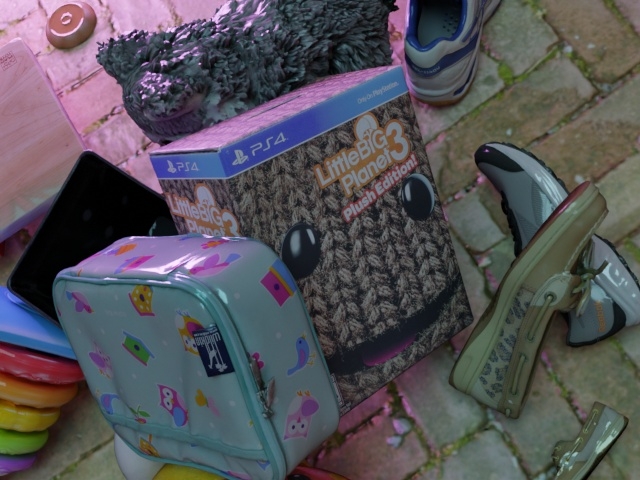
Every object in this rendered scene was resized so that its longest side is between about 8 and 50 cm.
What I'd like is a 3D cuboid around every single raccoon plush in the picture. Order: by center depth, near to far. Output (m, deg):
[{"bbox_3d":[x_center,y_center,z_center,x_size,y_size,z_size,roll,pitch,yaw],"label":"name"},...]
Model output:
[{"bbox_3d":[-0.069,-0.286,0.992,0.216,0.299,0.447,21,98,47],"label":"raccoon plush"}]

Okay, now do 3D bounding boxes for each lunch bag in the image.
[{"bbox_3d":[-0.119,0.111,0.792,0.279,0.224,0.107,2,24,45],"label":"lunch bag"}]

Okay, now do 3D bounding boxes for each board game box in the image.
[{"bbox_3d":[0.000,0.000,0.880,0.232,0.291,0.141,-30,21,-31],"label":"board game box"}]

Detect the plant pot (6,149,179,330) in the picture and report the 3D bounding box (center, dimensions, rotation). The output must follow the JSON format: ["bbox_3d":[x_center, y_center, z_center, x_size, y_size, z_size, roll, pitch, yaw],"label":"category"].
[{"bbox_3d":[-0.217,0.033,1.024,0.187,0.167,0.188,31,90,21],"label":"plant pot"}]

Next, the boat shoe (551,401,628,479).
[{"bbox_3d":[0.270,0.229,0.911,0.045,0.050,0.135,38,72,26],"label":"boat shoe"}]

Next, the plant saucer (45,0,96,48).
[{"bbox_3d":[-0.378,-0.328,1.289,0.083,0.015,0.084,-4,69,12],"label":"plant saucer"}]

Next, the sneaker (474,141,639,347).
[{"bbox_3d":[0.250,-0.002,0.973,0.108,0.100,0.272,-34,66,5],"label":"sneaker"}]

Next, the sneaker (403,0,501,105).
[{"bbox_3d":[0.173,-0.325,1.092,0.111,0.131,0.297,5,70,17],"label":"sneaker"}]

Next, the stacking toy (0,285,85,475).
[{"bbox_3d":[-0.383,0.217,1.027,0.175,0.165,0.302,25,94,61],"label":"stacking toy"}]

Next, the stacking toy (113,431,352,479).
[{"bbox_3d":[-0.078,0.311,0.858,0.351,0.351,0.480,-47,52,-6],"label":"stacking toy"}]

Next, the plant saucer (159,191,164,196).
[{"bbox_3d":[-0.203,-0.024,1.135,0.083,0.013,0.084,-5,70,13],"label":"plant saucer"}]

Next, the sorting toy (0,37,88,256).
[{"bbox_3d":[-0.451,-0.103,1.183,0.257,0.089,0.255,-34,66,-1],"label":"sorting toy"}]

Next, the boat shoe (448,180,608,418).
[{"bbox_3d":[0.229,0.066,0.889,0.089,0.285,0.104,34,39,16],"label":"boat shoe"}]
